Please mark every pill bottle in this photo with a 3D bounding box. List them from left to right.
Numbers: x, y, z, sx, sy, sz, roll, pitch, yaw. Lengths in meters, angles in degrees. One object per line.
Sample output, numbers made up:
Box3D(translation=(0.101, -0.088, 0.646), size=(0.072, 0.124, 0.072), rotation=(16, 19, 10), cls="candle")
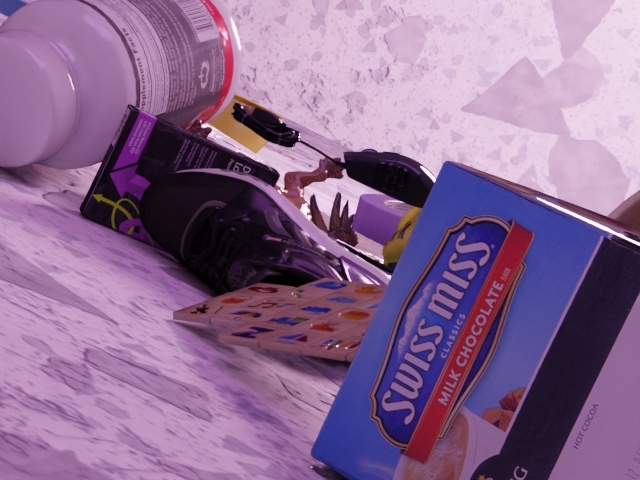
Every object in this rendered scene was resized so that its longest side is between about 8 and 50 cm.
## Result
Box3D(translation=(-0.233, -0.172, 1.814), size=(0.176, 0.176, 0.318), rotation=(28, 27, 20), cls="pill bottle")

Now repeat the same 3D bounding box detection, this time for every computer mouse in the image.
Box3D(translation=(0.018, -0.098, 1.827), size=(0.242, 0.041, 0.071), rotation=(24, 15, 7), cls="computer mouse")

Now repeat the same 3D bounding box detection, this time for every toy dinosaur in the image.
Box3D(translation=(-0.072, -0.030, 1.798), size=(0.296, 0.127, 0.200), rotation=(19, 15, -9), cls="toy dinosaur")

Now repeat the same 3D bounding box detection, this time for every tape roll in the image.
Box3D(translation=(0.132, 0.003, 2.257), size=(0.189, 0.080, 0.189), rotation=(14, 10, -2), cls="tape roll")

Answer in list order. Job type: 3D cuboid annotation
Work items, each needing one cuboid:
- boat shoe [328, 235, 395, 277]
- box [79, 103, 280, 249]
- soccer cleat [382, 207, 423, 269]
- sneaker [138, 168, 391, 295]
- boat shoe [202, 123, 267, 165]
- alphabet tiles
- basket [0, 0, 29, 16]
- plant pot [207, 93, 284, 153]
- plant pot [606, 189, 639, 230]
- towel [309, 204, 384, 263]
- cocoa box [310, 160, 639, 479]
Box3D(translation=(0.109, 0.071, 1.725), size=(0.301, 0.102, 0.108), rotation=(21, 8, -29), cls="boat shoe")
Box3D(translation=(-0.134, -0.046, 1.686), size=(0.162, 0.116, 0.029), rotation=(23, 9, -18), cls="box")
Box3D(translation=(0.122, -0.012, 1.875), size=(0.093, 0.121, 0.289), rotation=(18, -1, 2), cls="soccer cleat")
Box3D(translation=(-0.058, 0.016, 1.578), size=(0.283, 0.107, 0.124), rotation=(28, 14, 20), cls="sneaker")
Box3D(translation=(-0.136, -0.111, 2.394), size=(0.184, 0.066, 0.063), rotation=(32, 0, -44), cls="boat shoe")
Box3D(translation=(0.010, 0.060, 1.387), size=(0.237, 0.009, 0.198), rotation=(6, 14, 35), cls="alphabet tiles")
Box3D(translation=(-0.430, -0.255, 1.837), size=(0.255, 0.201, 0.289), rotation=(28, 16, 15), cls="basket")
Box3D(translation=(-0.135, -0.168, 2.641), size=(0.134, 0.095, 0.134), rotation=(24, 7, -3), cls="plant pot")
Box3D(translation=(0.455, 0.133, 1.803), size=(0.305, 0.333, 0.334), rotation=(35, 0, -38), cls="plant pot")
Box3D(translation=(0.000, 0.000, 2.097), size=(0.187, 0.049, 0.282), rotation=(20, 8, -46), cls="towel")
Box3D(translation=(0.197, 0.107, 1.253), size=(0.228, 0.231, 0.347), rotation=(28, 7, 27), cls="cocoa box")
